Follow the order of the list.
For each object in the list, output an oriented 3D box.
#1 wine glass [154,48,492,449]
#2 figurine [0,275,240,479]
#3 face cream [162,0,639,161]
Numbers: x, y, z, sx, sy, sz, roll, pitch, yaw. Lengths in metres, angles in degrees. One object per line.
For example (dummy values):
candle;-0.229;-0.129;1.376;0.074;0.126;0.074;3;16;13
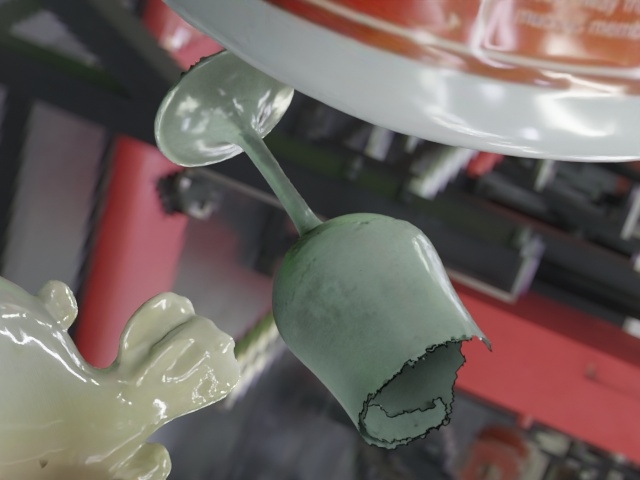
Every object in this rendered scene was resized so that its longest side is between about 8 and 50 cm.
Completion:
wine glass;0.000;0.000;0.886;0.079;0.195;0.079;-23;145;-17
figurine;-0.131;0.169;1.084;0.274;0.394;0.226;-40;180;-1
face cream;0.055;-0.145;0.467;0.201;0.201;0.187;-49;157;-52
